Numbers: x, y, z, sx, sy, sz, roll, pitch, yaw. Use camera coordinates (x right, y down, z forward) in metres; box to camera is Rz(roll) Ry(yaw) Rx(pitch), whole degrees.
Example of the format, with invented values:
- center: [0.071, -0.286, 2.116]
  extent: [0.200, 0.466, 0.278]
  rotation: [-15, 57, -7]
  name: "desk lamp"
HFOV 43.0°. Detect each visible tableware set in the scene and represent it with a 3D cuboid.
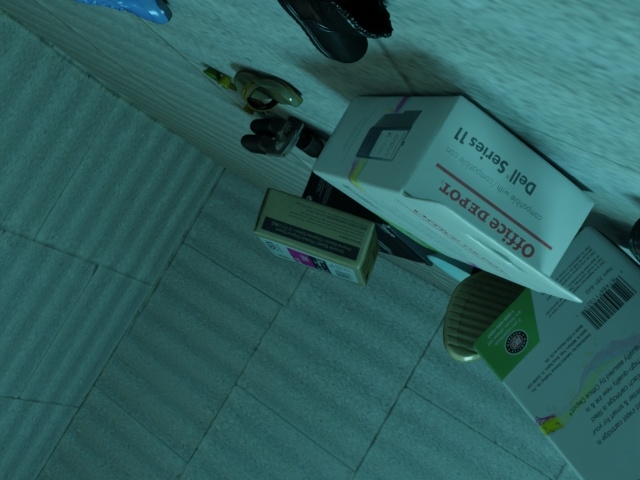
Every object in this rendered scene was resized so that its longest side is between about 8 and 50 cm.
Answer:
- center: [-0.153, -0.268, 1.505]
  extent: [0.104, 0.024, 0.154]
  rotation: [30, 178, 26]
  name: "tableware set"

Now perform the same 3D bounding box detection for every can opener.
- center: [-0.074, -0.186, 1.565]
  extent: [0.095, 0.076, 0.283]
  rotation: [32, 177, -20]
  name: "can opener"

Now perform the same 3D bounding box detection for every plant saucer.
- center: [0.271, 0.061, 1.366]
  extent: [0.194, 0.037, 0.195]
  rotation: [31, 177, 2]
  name: "plant saucer"

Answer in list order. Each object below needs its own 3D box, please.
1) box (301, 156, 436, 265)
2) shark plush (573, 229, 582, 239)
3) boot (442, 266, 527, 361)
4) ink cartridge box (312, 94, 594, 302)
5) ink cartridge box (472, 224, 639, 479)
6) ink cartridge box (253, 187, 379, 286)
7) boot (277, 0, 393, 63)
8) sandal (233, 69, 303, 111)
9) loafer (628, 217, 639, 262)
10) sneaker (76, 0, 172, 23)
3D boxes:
- center: [0.106, -0.050, 1.513]
  extent: [0.184, 0.103, 0.261]
  rotation: [18, 172, 28]
  name: "box"
- center: [0.260, -0.017, 1.032]
  extent: [0.161, 0.067, 0.073]
  rotation: [30, 178, 26]
  name: "shark plush"
- center: [0.233, 0.095, 1.137]
  extent: [0.090, 0.248, 0.207]
  rotation: [26, 154, 14]
  name: "boot"
- center: [0.150, -0.059, 0.907]
  extent: [0.207, 0.119, 0.353]
  rotation: [33, 178, -22]
  name: "ink cartridge box"
- center: [0.339, 0.153, 0.901]
  extent: [0.117, 0.201, 0.278]
  rotation: [23, -157, -46]
  name: "ink cartridge box"
- center: [0.000, 0.000, 1.445]
  extent: [0.193, 0.088, 0.235]
  rotation: [18, 171, 10]
  name: "ink cartridge box"
- center: [0.025, -0.191, 0.708]
  extent: [0.121, 0.045, 0.099]
  rotation: [35, 173, -41]
  name: "boot"
- center: [-0.091, -0.227, 1.276]
  extent: [0.072, 0.049, 0.180]
  rotation: [33, 177, -36]
  name: "sandal"
- center: [0.377, 0.035, 0.795]
  extent: [0.170, 0.062, 0.061]
  rotation: [31, 173, -23]
  name: "loafer"
- center: [-0.308, -0.349, 1.122]
  extent: [0.209, 0.082, 0.069]
  rotation: [31, 176, -24]
  name: "sneaker"
